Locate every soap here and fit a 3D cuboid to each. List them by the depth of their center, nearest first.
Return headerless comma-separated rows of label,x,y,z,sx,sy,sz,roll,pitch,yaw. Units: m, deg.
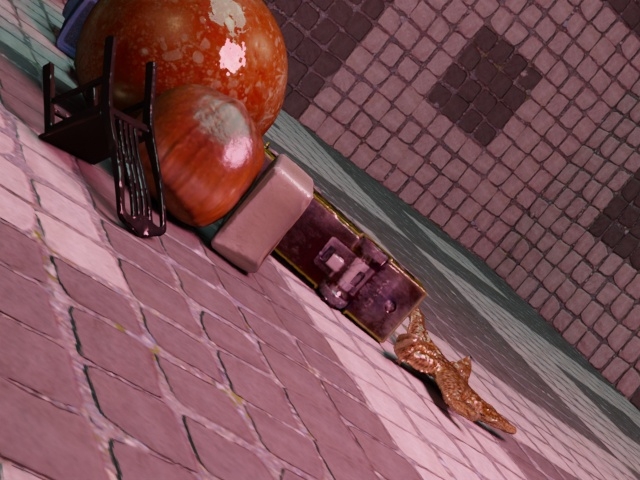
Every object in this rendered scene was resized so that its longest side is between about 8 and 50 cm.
soap,-0.065,-0.034,1.351,0.064,0.121,0.183,39,7,-6

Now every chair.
chair,-0.222,-0.089,1.163,0.084,0.101,0.212,27,52,-54

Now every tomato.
tomato,-0.172,-0.235,1.439,0.270,0.222,0.270,16,-2,1

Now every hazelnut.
hazelnut,-0.141,-0.098,1.279,0.150,0.150,0.150,38,8,-6

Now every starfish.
starfish,0.174,0.175,1.497,0.236,0.062,0.277,38,10,-28

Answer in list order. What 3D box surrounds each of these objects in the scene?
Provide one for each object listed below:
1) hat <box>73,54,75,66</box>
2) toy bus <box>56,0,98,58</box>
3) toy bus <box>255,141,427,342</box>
hat,-0.225,-0.260,1.640,0.214,0.244,0.149,38,-12,-2
toy bus,-0.346,-0.341,1.821,0.134,0.116,0.234,33,11,-19
toy bus,0.000,0.000,1.530,0.302,0.113,0.139,42,8,0
